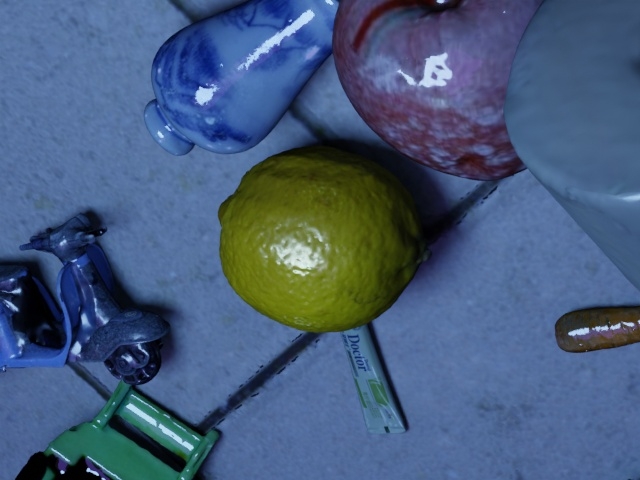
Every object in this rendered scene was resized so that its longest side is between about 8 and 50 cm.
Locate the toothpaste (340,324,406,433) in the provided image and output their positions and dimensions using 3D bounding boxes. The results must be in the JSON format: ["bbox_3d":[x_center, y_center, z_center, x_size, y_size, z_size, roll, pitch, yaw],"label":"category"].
[{"bbox_3d":[0.051,0.141,1.851,0.048,0.029,0.197,-4,120,25],"label":"toothpaste"}]

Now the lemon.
[{"bbox_3d":[0.000,0.000,1.686,0.231,0.192,0.192,12,123,15],"label":"lemon"}]

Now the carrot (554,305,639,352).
[{"bbox_3d":[0.335,0.086,1.691,0.191,0.047,0.047,-9,115,23],"label":"carrot"}]

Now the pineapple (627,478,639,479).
[{"bbox_3d":[0.372,0.264,1.748,0.125,0.125,0.251,32,121,2],"label":"pineapple"}]

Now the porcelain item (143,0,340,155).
[{"bbox_3d":[-0.068,-0.180,1.649,0.259,0.141,0.141,-35,102,25],"label":"porcelain item"}]

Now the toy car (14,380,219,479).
[{"bbox_3d":[-0.278,0.354,2.037,0.213,0.176,0.358,32,130,3],"label":"toy car"}]

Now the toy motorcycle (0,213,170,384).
[{"bbox_3d":[-0.345,0.069,1.916,0.359,0.125,0.212,1,117,22],"label":"toy motorcycle"}]

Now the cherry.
[{"bbox_3d":[0.134,-0.183,1.509,0.236,0.212,0.285,7,147,36],"label":"cherry"}]

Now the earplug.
[{"bbox_3d":[0.386,-0.060,1.391,0.313,0.312,0.394,-19,137,31],"label":"earplug"}]
